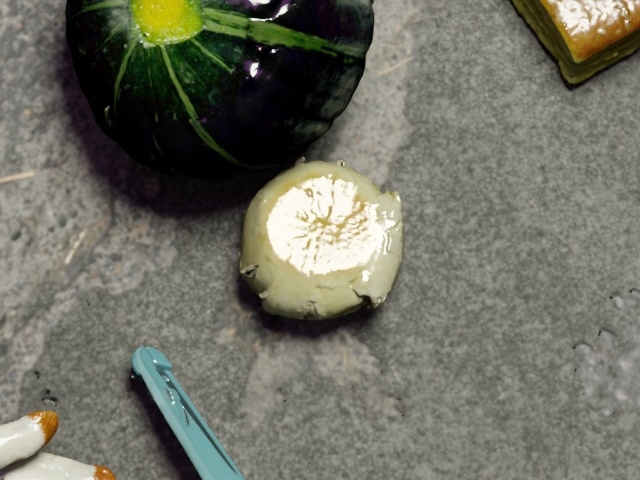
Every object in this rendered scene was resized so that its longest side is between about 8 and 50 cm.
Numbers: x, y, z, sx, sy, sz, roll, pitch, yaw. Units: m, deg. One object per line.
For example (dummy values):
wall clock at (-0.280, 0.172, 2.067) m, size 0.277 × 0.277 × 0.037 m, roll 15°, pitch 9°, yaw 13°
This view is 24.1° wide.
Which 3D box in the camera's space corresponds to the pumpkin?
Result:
pumpkin at (-0.083, -0.198, 1.391) m, size 0.296 × 0.296 × 0.296 m, roll 0°, pitch 75°, yaw -1°

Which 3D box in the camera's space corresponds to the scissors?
scissors at (-0.057, 0.246, 1.322) m, size 0.032 × 0.180 × 0.393 m, roll -47°, pitch 65°, yaw 25°

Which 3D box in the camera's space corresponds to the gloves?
gloves at (-0.293, 0.236, 1.329) m, size 0.218 × 0.131 × 0.140 m, roll -2°, pitch 69°, yaw -32°

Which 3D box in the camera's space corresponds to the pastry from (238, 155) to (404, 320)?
pastry at (0.000, 0.000, 1.399) m, size 0.165 × 0.088 × 0.166 m, roll 0°, pitch 77°, yaw 0°

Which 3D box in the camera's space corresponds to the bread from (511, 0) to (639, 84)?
bread at (0.298, -0.288, 1.465) m, size 0.234 × 0.110 × 0.184 m, roll -28°, pitch 78°, yaw -8°
